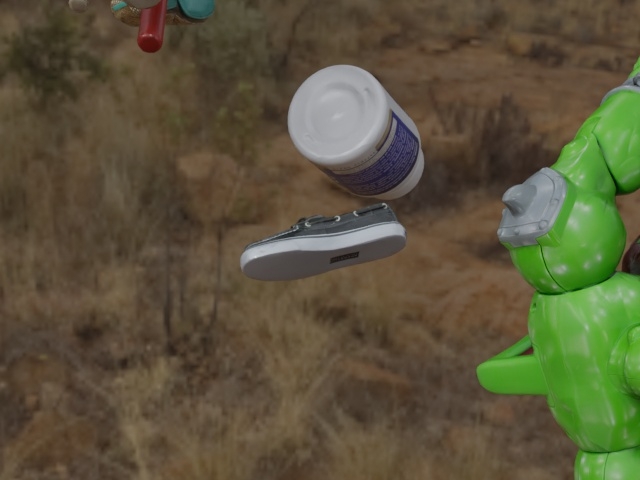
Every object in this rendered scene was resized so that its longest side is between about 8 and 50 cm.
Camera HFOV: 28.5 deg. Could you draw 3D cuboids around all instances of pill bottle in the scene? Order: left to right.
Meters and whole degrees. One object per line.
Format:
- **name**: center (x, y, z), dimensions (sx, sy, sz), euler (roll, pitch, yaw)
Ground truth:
- **pill bottle**: center (0.048, -0.109, 1.385), dimensions (0.112, 0.112, 0.187), euler (18, -7, 25)

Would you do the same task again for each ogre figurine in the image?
- **ogre figurine**: center (0.127, 0.035, 0.470), dimensions (0.118, 0.197, 0.097), euler (-22, 28, -33)

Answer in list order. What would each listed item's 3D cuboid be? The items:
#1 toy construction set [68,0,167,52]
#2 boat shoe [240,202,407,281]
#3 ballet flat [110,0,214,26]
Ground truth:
- **toy construction set**: center (-0.141, -0.361, 1.131), dimensions (0.257, 0.309, 0.237), euler (9, 45, -10)
- **boat shoe**: center (0.000, 0.000, 1.025), dimensions (0.142, 0.049, 0.040), euler (-10, 59, -18)
- **ballet flat**: center (-0.207, -0.307, 1.627), dimensions (0.067, 0.073, 0.206), euler (-16, 0, 22)
